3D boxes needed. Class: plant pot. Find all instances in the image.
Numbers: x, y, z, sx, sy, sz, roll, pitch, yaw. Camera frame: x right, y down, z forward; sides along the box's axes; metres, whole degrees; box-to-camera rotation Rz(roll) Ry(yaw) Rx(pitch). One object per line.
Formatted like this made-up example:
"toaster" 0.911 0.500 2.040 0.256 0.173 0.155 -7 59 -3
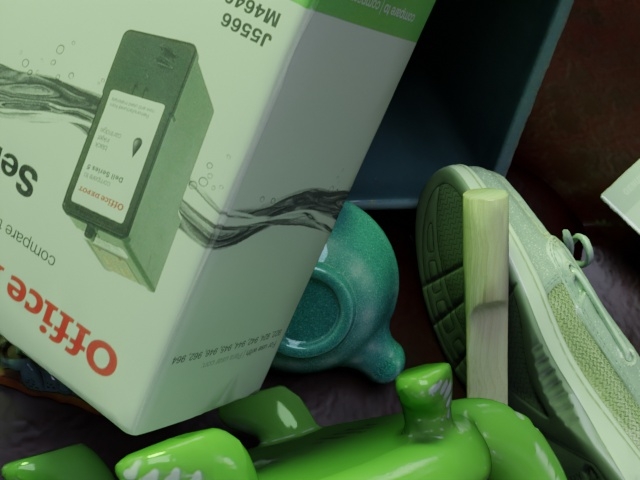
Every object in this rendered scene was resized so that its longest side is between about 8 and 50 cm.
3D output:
"plant pot" 0.013 -0.194 0.702 0.248 0.247 0.252 -2 44 -16

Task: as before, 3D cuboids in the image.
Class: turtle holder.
"turtle holder" -0.002 0.195 0.496 0.320 0.243 0.227 -5 80 -57

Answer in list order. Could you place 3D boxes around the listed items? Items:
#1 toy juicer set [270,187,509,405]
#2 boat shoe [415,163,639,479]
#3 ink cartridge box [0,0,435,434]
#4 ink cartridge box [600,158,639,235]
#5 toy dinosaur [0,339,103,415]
"toy juicer set" 0.000 0.000 0.617 0.329 0.209 0.089 16 16 -6
"boat shoe" 0.174 0.084 0.655 0.103 0.118 0.320 -20 72 -31
"ink cartridge box" -0.083 -0.073 0.462 0.198 0.272 0.115 31 17 23
"ink cartridge box" 0.391 -0.011 0.795 0.275 0.060 0.239 -37 75 -29
"toy dinosaur" -0.174 0.094 0.609 0.090 0.047 0.082 -41 90 8
